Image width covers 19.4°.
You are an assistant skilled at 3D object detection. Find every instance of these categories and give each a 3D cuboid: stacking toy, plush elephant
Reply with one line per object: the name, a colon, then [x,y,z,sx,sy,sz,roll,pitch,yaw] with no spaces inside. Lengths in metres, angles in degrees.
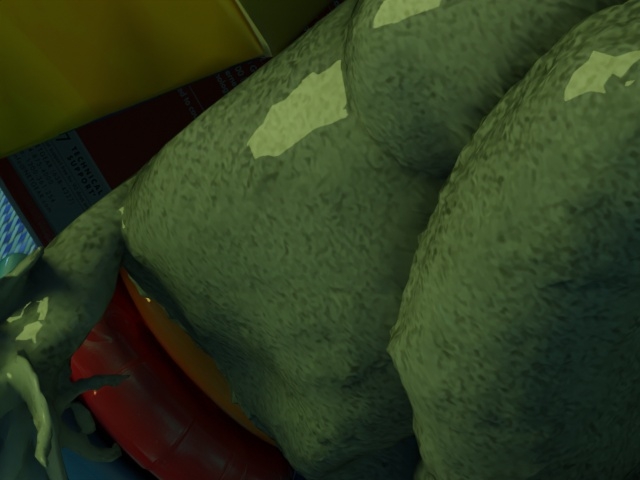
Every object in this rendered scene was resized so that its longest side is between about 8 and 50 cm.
stacking toy: [0.000,0.000,0.864,0.302,0.175,0.165,-43,22,12]
plush elephant: [0.082,0.047,0.453,0.330,0.255,0.272,-38,3,-4]

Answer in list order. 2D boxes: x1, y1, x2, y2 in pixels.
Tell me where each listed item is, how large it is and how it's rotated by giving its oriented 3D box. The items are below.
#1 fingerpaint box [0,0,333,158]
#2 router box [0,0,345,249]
fingerpaint box: [-0.054,-0.195,0.710,0.371,0.163,0.445,-16,24,46]
router box: [-0.041,-0.122,0.953,0.301,0.082,0.335,-32,14,-7]
